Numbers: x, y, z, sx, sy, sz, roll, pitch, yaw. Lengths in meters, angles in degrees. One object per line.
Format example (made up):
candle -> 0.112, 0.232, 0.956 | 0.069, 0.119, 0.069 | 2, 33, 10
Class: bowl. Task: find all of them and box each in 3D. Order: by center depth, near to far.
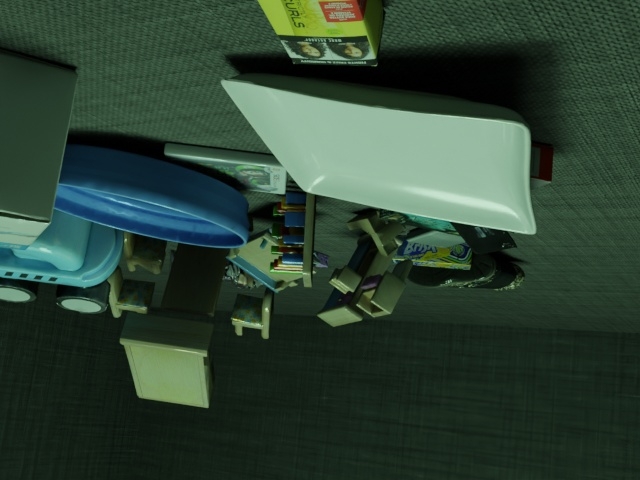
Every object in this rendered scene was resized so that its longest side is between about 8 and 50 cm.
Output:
bowl -> -0.309, -0.073, 1.418 | 0.390, 0.077, 0.391 | 12, 170, 2

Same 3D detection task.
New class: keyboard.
keyboard -> 0.296, -0.026, 1.438 | 0.108, 0.023, 0.180 | -12, 151, 25

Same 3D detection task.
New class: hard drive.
hard drive -> 0.244, -0.010, 1.645 | 0.094, 0.022, 0.135 | 10, 169, -18

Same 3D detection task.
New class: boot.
boot -> 0.332, 0.076, 1.882 | 0.236, 0.085, 0.178 | -4, 167, 42

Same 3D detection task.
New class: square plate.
square plate -> 0.094, -0.108, 1.009 | 0.343, 0.049, 0.347 | 12, 166, 19

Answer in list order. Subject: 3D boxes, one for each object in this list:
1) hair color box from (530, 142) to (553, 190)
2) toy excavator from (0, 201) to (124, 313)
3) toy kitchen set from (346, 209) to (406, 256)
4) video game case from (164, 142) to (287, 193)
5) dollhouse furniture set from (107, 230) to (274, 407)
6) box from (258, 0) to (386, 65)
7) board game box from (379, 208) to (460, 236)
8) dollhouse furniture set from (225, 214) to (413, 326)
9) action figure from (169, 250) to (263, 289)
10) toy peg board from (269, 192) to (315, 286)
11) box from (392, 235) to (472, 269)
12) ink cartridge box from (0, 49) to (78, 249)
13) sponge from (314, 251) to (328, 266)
hair color box -> 0.240, -0.093, 1.138 | 0.093, 0.054, 0.167 | 10, 167, -14
toy excavator -> -0.590, -0.056, 1.531 | 0.432, 0.223, 0.445 | 8, 155, -9
toy kitchen set -> 0.112, -0.019, 1.575 | 0.068, 0.083, 0.075 | -36, -167, -30
video game case -> -0.149, -0.114, 1.336 | 0.190, 0.022, 0.173 | 7, 169, -2
dollhouse furniture set -> -0.283, 0.116, 1.762 | 0.361, 0.394, 0.256 | 8, 145, 1
box -> -0.006, -0.211, 0.650 | 0.087, 0.058, 0.232 | 5, 169, 12
board game box -> 0.217, -0.042, 1.486 | 0.186, 0.026, 0.126 | 12, 167, -25
dollhouse furniture set -> 0.000, 0.000, 1.640 | 0.303, 0.198, 0.286 | 35, 157, -14
action figure -> -0.282, 0.093, 2.316 | 0.284, 0.099, 0.185 | 4, 162, -6
toy peg board -> -0.050, -0.009, 1.441 | 0.079, 0.161, 0.161 | 2, 169, 1
box -> 0.238, 0.026, 1.754 | 0.168, 0.054, 0.059 | 4, 169, 9
ink cartridge box -> -0.444, -0.112, 1.048 | 0.197, 0.198, 0.270 | 12, 168, -24
sponge -> -0.083, 0.034, 2.038 | 0.117, 0.031, 0.210 | -1, 167, 34
